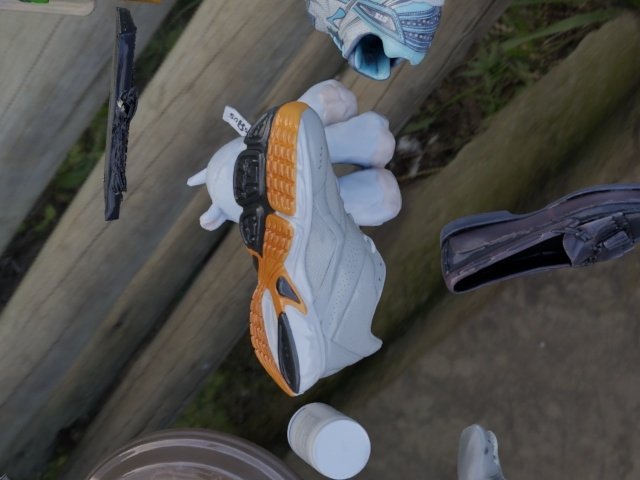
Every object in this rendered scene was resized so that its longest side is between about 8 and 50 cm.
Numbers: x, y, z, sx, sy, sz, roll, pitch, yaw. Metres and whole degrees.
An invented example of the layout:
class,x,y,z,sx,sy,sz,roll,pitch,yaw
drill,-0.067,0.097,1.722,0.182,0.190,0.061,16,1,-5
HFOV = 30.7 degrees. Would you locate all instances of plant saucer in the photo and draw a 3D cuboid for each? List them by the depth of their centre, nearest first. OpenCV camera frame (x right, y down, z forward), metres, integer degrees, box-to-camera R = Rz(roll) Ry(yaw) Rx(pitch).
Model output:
class,x,y,z,sx,sy,sz,roll,pitch,yaw
plant saucer,-0.116,0.313,1.099,0.278,0.041,0.278,3,103,11

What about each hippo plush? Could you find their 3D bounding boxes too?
class,x,y,z,sx,sy,sz,roll,pitch,yaw
hippo plush,-0.042,-0.105,1.518,0.294,0.236,0.234,31,100,12

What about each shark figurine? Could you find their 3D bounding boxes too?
class,x,y,z,sx,sy,sz,roll,pitch,yaw
shark figurine,0.215,0.362,1.418,0.278,0.116,0.166,58,161,4

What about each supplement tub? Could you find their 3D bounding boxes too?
class,x,y,z,sx,sy,sz,roll,pitch,yaw
supplement tub,0.008,0.228,1.337,0.071,0.107,0.071,-1,93,-16

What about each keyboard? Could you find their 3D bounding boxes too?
class,x,y,z,sx,sy,sz,roll,pitch,yaw
keyboard,-0.293,-0.169,1.711,0.033,0.201,0.317,2,125,-13

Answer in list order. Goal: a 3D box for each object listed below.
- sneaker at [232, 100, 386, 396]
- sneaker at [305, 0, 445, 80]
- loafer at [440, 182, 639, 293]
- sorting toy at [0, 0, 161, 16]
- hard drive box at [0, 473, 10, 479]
class,x,y,z,sx,sy,sz,roll,pitch,yaw
sneaker,0.000,0.000,1.023,0.099,0.121,0.262,30,129,49
sneaker,0.046,-0.249,1.354,0.110,0.283,0.122,10,91,-22
loafer,0.298,0.008,1.481,0.302,0.095,0.109,-11,138,22
sorting toy,-0.343,-0.300,1.275,0.307,0.229,0.041,7,77,18
hard drive box,-0.414,0.453,1.502,0.181,0.089,0.232,-36,94,6
